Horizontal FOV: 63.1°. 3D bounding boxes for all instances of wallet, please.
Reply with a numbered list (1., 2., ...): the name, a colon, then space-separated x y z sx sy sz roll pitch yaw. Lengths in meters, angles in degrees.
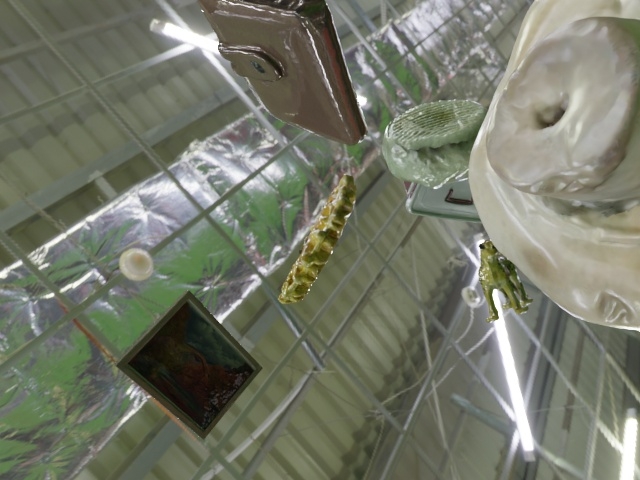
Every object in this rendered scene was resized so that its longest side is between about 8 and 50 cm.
1. wallet: -0.027 -0.137 0.416 0.038 0.118 0.152 -59 -28 -11

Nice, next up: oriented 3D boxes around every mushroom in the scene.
1. mushroom: 0.284 -0.106 0.476 0.353 0.353 0.325 28 -134 -28

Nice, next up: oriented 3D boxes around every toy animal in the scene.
1. toy animal: 0.331 0.063 0.944 0.181 0.073 0.136 -7 -102 -58

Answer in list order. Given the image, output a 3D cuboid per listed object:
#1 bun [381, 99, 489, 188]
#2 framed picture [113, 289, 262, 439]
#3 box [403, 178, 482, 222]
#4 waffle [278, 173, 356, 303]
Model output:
1. bun: 0.204 -0.158 0.896 0.195 0.195 0.118 -58 -36 -43
2. framed picture: -0.238 0.240 0.992 0.184 0.016 0.250 -48 -57 -23
3. box: 0.371 -0.175 1.436 0.294 0.193 0.167 7 -140 -14
4. waffle: 0.001 0.001 1.131 0.065 0.309 0.283 30 -173 -3
